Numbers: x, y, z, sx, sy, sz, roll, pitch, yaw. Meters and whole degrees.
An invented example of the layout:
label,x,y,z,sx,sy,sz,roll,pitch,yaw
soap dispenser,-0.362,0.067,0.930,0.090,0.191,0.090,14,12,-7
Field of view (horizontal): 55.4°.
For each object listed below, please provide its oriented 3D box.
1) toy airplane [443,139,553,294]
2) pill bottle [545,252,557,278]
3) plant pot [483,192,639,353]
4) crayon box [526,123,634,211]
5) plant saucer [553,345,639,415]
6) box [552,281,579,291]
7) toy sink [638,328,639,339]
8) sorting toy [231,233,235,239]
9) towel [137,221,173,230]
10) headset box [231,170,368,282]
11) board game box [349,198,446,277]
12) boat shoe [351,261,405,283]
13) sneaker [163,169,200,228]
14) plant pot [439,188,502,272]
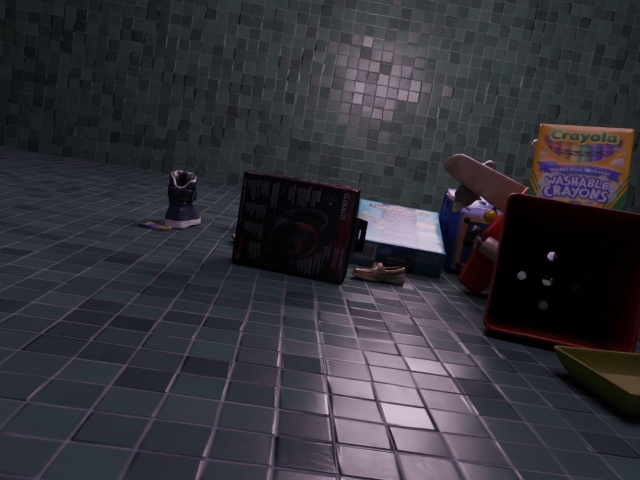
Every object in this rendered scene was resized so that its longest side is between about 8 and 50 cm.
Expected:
label,x,y,z,sx,sy,sz,roll,pitch,yaw
toy airplane,0.526,-0.059,1.569,0.385,0.385,0.272,-7,-18,7
pill bottle,0.775,0.074,1.966,0.187,0.111,0.112,12,9,18
plant pot,0.482,0.075,1.236,0.268,0.267,0.236,11,-5,13
crayon box,0.587,-0.150,1.384,0.203,0.322,0.083,8,-25,22
plant saucer,0.481,0.220,0.925,0.188,0.045,0.188,7,10,-13
box,0.661,0.113,1.473,0.165,0.021,0.201,-15,-22,25
toy sink,0.776,0.150,1.349,0.234,0.152,0.131,12,9,20
sorting toy,-0.126,0.011,1.624,0.193,0.038,0.208,6,9,-20
towel,-0.457,-0.040,1.688,0.083,0.009,0.060,13,10,20
headset box,-0.040,-0.033,1.415,0.294,0.217,0.110,10,9,8
board game box,0.225,-0.014,1.795,0.254,0.079,0.336,11,23,3
boat shoe,0.142,0.075,1.480,0.136,0.045,0.050,7,9,-17
sneaker,-0.400,-0.126,1.815,0.086,0.163,0.226,8,7,-1
plant pot,0.478,-0.010,1.823,0.236,0.235,0.212,9,16,2
